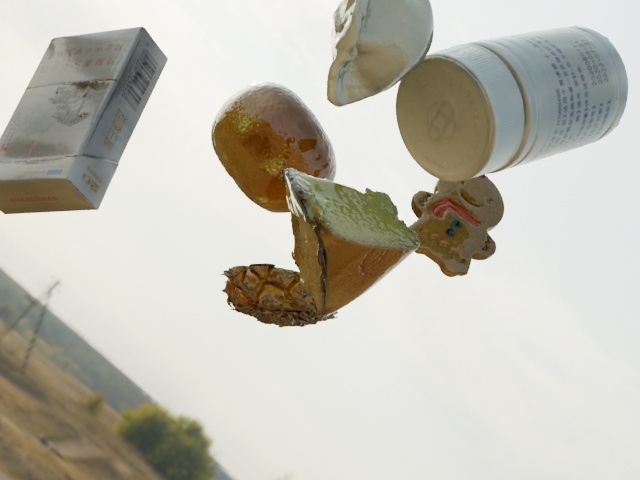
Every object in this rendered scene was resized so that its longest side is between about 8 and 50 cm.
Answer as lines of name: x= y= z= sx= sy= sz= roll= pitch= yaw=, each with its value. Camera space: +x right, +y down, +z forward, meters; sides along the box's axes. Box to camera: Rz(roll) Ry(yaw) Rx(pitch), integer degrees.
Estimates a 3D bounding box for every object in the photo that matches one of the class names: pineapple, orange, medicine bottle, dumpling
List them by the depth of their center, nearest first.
dumpling: x=0.069 y=-0.259 z=1.284 sx=0.124 sy=0.229 sz=0.151 roll=14 pitch=-42 yaw=26
medicine bottle: x=0.282 y=-0.205 z=1.588 sx=0.190 sy=0.332 sz=0.189 roll=20 pitch=-63 yaw=44
pineapple: x=-0.060 y=0.095 z=1.755 sx=0.225 sy=0.076 sz=0.225 roll=7 pitch=-18 yaw=2
orange: x=-0.080 y=-0.159 z=1.838 sx=0.237 sy=0.179 sz=0.158 roll=57 pitch=-2 yaw=2

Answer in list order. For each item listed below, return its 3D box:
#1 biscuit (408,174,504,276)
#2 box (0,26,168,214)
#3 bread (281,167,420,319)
biscuit: x=0.234 y=-0.043 z=1.809 sx=0.166 sy=0.225 sz=0.036 roll=38 pitch=-35 yaw=3
box: x=-0.291 y=-0.142 z=1.279 sx=0.150 sy=0.233 sz=0.067 roll=-2 pitch=-35 yaw=33
bread: x=0.000 y=0.000 z=1.313 sx=0.160 sy=0.169 sz=0.140 roll=26 pitch=28 yaw=-46
